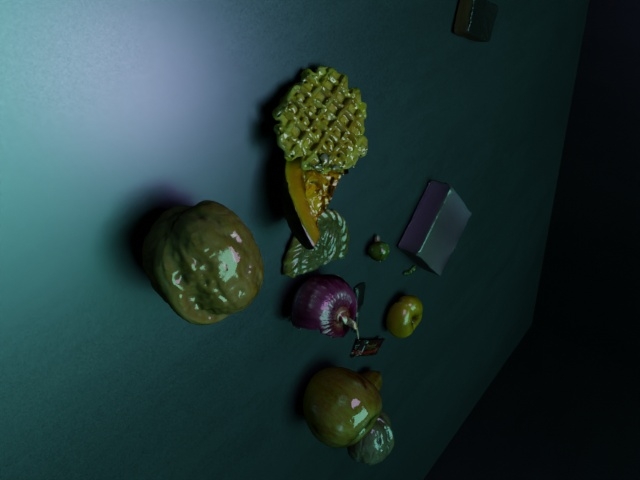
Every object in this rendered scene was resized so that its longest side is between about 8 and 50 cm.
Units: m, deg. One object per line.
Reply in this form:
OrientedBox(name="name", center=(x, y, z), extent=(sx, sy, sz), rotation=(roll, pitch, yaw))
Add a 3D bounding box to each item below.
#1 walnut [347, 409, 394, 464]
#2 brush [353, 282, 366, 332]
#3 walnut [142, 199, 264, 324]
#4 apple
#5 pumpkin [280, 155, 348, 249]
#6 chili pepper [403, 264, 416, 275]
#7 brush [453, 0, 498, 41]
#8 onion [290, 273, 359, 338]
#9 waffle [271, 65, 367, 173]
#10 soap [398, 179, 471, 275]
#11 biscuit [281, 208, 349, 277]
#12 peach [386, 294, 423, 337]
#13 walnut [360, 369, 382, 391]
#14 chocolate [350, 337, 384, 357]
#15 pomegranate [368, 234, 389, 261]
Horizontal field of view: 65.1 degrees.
OrientedBox(name="walnut", center=(0.193, 0.765, 1.981), extent=(0.224, 0.224, 0.224), rotation=(-28, 130, -40))
OrientedBox(name="brush", center=(0.132, 0.238, 1.758), extent=(0.063, 0.016, 0.193), rotation=(-19, 123, -44))
OrientedBox(name="walnut", center=(-0.232, 0.051, 1.014), extent=(0.257, 0.224, 0.257), rotation=(-8, 90, -66))
OrientedBox(name="apple", center=(0.063, 0.549, 1.676), extent=(0.264, 0.264, 0.264), rotation=(-28, 130, -40))
OrientedBox(name="pumpkin", center=(-0.048, -0.141, 1.250), extent=(0.169, 0.148, 0.312), rotation=(31, 65, -22))
OrientedBox(name="chili pepper", center=(0.351, 0.122, 1.968), extent=(0.083, 0.022, 0.027), rotation=(-26, 161, -43))
OrientedBox(name="brush", center=(0.516, -0.734, 1.660), extent=(0.197, 0.059, 0.123), rotation=(-13, 117, -48))
OrientedBox(name="onion", center=(0.014, 0.186, 1.461), extent=(0.207, 0.200, 0.201), rotation=(11, 102, -21))
OrientedBox(name="waffle", center=(0.005, -0.285, 1.189), extent=(0.280, 0.060, 0.262), rotation=(-7, 84, -35))
OrientedBox(name="soap", center=(0.444, -0.042, 1.920), extent=(0.285, 0.107, 0.296), rotation=(37, 79, -54))
OrientedBox(name="biscuit", center=(0.000, 0.000, 1.440), extent=(0.273, 0.036, 0.187), rotation=(-21, 125, -45))
OrientedBox(name="peach", center=(0.332, 0.296, 1.972), extent=(0.179, 0.103, 0.179), rotation=(-35, 138, -39))
OrientedBox(name="walnut", center=(0.173, 0.571, 1.930), extent=(0.207, 0.116, 0.116), rotation=(-42, 138, -40))
OrientedBox(name="chocolate", center=(0.180, 0.405, 1.906), extent=(0.182, 0.028, 0.086), rotation=(5, 112, -52))
OrientedBox(name="pomegranate", center=(0.191, 0.029, 1.683), extent=(0.073, 0.084, 0.073), rotation=(-19, 144, -15))
